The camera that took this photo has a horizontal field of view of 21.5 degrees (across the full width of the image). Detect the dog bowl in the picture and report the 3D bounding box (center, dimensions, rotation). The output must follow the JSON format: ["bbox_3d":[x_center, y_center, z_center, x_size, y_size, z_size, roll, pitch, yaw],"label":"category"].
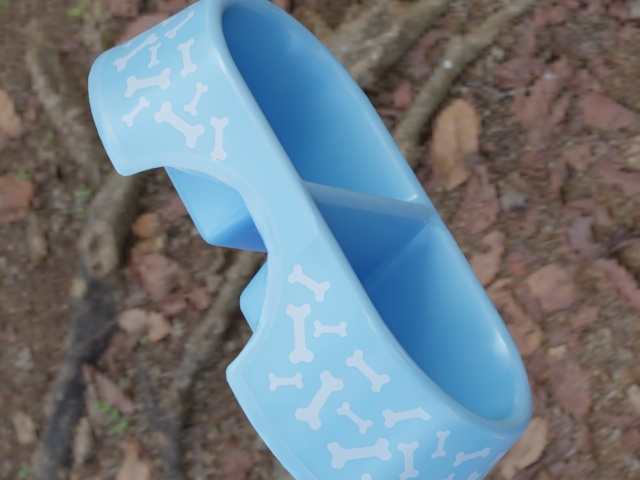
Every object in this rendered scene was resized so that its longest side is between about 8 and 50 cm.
[{"bbox_3d":[0.000,0.000,0.821,0.074,0.166,0.297,-40,66,23],"label":"dog bowl"}]
